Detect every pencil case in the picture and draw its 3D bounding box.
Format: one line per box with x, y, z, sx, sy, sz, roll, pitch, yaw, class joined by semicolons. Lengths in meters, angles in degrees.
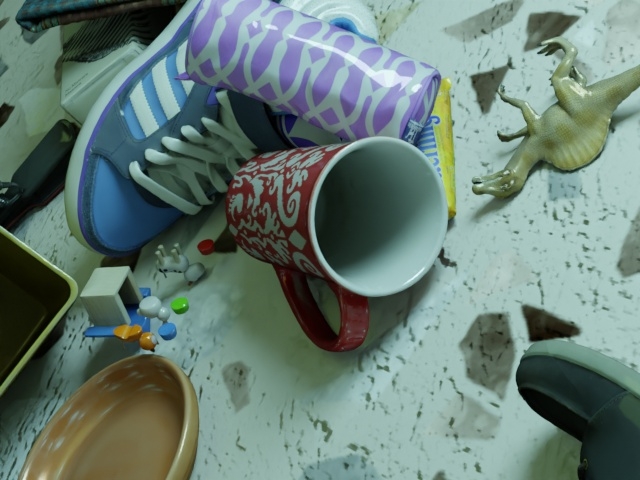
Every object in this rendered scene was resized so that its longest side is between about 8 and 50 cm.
-0.006;-0.127;1.008;0.086;0.206;0.088;-43;-24;-61;pencil case

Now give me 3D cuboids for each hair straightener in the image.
-0.350;-0.052;1.418;0.230;0.089;0.047;-38;59;13;hair straightener

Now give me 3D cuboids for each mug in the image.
-0.006;-0.007;0.973;0.169;0.113;0.150;9;68;61;mug

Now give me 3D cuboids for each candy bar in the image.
0.089;-0.067;1.016;0.040;0.018;0.161;-27;39;28;candy bar

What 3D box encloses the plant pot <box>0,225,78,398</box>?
-0.354;0.072;1.183;0.212;0.212;0.187;-54;-1;-7;plant pot

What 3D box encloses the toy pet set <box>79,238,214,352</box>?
-0.147;0.064;1.114;0.114;0.065;0.122;-3;38;21;toy pet set

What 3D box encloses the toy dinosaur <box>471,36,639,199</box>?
0.183;-0.097;0.928;0.183;0.053;0.093;-38;50;27;toy dinosaur

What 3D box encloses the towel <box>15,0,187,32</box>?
-0.151;-0.346;1.414;0.271;0.040;0.370;-7;37;19;towel

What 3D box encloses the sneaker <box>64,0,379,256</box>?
-0.079;-0.095;1.131;0.323;0.130;0.236;-56;41;-1;sneaker

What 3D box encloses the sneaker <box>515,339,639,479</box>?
0.156;0.137;0.681;0.118;0.083;0.222;-52;35;-5;sneaker

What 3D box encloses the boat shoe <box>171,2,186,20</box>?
-0.129;-0.259;1.400;0.073;0.073;0.207;-4;46;-8;boat shoe

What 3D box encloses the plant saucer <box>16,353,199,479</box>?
-0.167;0.185;1.031;0.200;0.037;0.200;-29;38;27;plant saucer

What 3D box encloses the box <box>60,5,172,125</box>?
-0.219;-0.225;1.442;0.113;0.094;0.275;-35;36;17;box
